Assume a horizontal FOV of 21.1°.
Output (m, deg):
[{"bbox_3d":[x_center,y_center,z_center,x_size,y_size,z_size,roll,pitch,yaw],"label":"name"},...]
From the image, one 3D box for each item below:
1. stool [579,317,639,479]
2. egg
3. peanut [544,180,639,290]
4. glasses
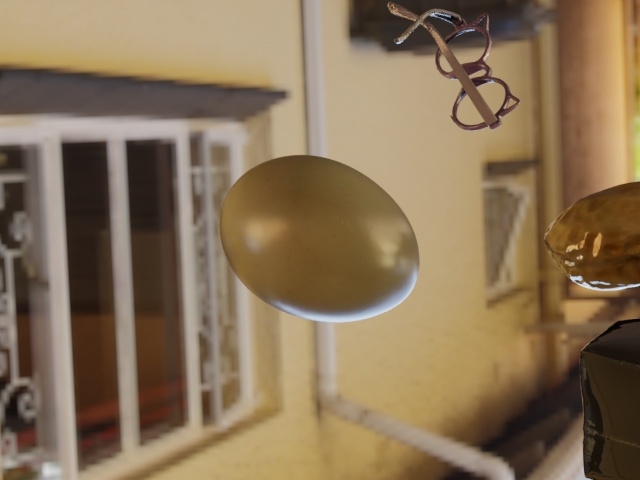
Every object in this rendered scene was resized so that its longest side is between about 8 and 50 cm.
[{"bbox_3d":[0.348,0.149,1.540,0.232,0.141,0.232,-3,-171,0],"label":"stool"},{"bbox_3d":[0.000,0.000,1.991,0.242,0.186,0.186,22,178,-12],"label":"egg"},{"bbox_3d":[0.417,-0.005,2.018,0.305,0.147,0.147,3,-175,19],"label":"peanut"},{"bbox_3d":[0.106,-0.166,1.435,0.062,0.140,0.104,-29,133,18],"label":"glasses"}]
